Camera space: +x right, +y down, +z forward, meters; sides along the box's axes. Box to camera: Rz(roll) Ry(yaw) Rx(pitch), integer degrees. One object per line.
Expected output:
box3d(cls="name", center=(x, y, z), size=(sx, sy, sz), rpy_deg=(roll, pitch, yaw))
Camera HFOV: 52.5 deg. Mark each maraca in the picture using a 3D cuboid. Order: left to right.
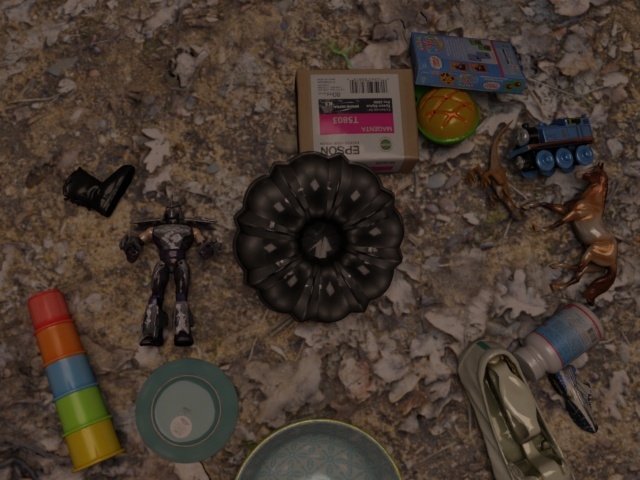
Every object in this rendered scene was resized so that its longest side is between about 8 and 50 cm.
box3d(cls="maraca", center=(0.245, -0.266, 1.298), size=(0.127, 0.099, 0.186), rpy_deg=(-12, 57, -1))

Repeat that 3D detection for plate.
box3d(cls="plate", center=(-0.243, 0.309, 1.182), size=(0.188, 0.024, 0.188), rpy_deg=(1, 78, -5))

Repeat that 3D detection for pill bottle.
box3d(cls="pill bottle", center=(0.444, 0.193, 1.223), size=(0.160, 0.087, 0.087), rpy_deg=(-33, 83, -10))

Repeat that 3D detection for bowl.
box3d(cls="bowl", center=(-0.008, 0.446, 1.104), size=(0.289, 0.156, 0.290), rpy_deg=(1, 78, -4))

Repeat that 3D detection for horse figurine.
box3d(cls="horse figurine", center=(0.515, -0.005, 1.280), size=(0.174, 0.066, 0.264), rpy_deg=(-17, 79, -2))

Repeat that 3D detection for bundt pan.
box3d(cls="bundt pan", center=(0.000, 0.000, 1.168), size=(0.330, 0.124, 0.331), rpy_deg=(0, 95, -3))

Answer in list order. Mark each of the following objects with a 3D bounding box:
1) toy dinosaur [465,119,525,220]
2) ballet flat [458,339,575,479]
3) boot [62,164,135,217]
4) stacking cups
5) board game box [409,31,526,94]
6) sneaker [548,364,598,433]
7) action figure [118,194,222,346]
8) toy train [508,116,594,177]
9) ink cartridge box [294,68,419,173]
box3d(cls="toy dinosaur", center=(0.351, -0.135, 1.306), size=(0.112, 0.064, 0.212), rpy_deg=(-5, 80, -32))
box3d(cls="ballet flat", center=(0.367, 0.367, 1.161), size=(0.139, 0.139, 0.401), rpy_deg=(-23, 81, -8))
box3d(cls="boot", center=(-0.426, -0.110, 1.244), size=(0.099, 0.045, 0.121), rpy_deg=(26, 79, 5))
box3d(cls="stacking cups", center=(-0.438, 0.239, 1.145), size=(0.095, 0.096, 0.317), rpy_deg=(-20, 81, -8))
box3d(cls="board game box", center=(0.290, -0.359, 1.306), size=(0.211, 0.039, 0.160), rpy_deg=(6, 44, -3))
box3d(cls="sneaker", center=(0.492, 0.296, 1.225), size=(0.058, 0.052, 0.135), rpy_deg=(-26, 82, -13))
box3d(cls="action figure", center=(-0.273, 0.050, 1.196), size=(0.185, 0.099, 0.285), rpy_deg=(-3, 75, 4))
box3d(cls="toy train", center=(0.461, -0.186, 1.292), size=(0.184, 0.080, 0.105), rpy_deg=(-9, 83, -20))
box3d(cls="ink cartridge box", center=(0.068, -0.233, 1.281), size=(0.234, 0.088, 0.194), rpy_deg=(-3, 78, -5))
